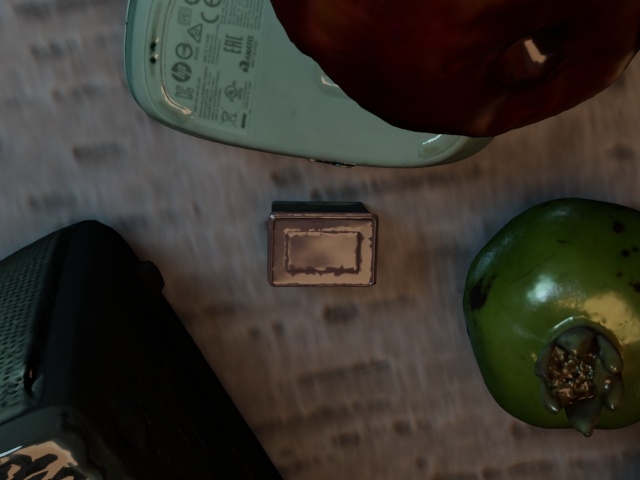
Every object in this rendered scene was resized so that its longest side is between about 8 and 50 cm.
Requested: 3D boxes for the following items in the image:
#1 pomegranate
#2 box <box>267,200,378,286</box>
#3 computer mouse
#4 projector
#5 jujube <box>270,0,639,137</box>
[{"bbox_3d":[0.194,0.067,1.099,0.187,0.225,0.187,3,111,8],"label":"pomegranate"},{"bbox_3d":[0.000,0.000,1.143,0.085,0.063,0.060,0,105,-4],"label":"box"},{"bbox_3d":[0.002,-0.141,1.085,0.288,0.097,0.159,11,115,4],"label":"computer mouse"},{"bbox_3d":[-0.147,0.229,1.018,0.242,0.405,0.395,-29,107,4],"label":"projector"},{"bbox_3d":[0.061,-0.249,0.921,0.276,0.276,0.376,-23,66,2],"label":"jujube"}]
